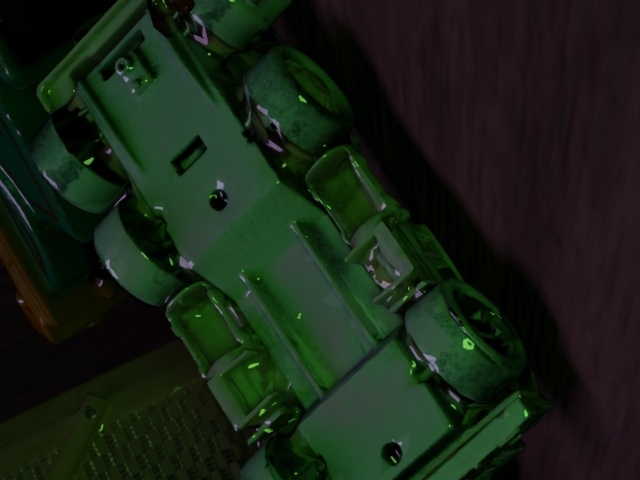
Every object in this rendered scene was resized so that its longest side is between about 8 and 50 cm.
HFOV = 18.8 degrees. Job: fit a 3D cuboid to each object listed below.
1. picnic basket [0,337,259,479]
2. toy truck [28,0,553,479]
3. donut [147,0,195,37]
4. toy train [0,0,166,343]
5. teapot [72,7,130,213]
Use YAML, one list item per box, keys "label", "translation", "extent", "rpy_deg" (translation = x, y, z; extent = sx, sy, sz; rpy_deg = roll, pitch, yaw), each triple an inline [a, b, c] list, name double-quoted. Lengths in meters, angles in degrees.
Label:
- label: "picnic basket"
  translation: [-0.044, 0.142, 1.006]
  extent: [0.139, 0.267, 0.165]
  rpy_deg: [63, 178, 28]
- label: "toy truck"
  translation: [0.000, 0.002, 0.808]
  extent: [0.135, 0.128, 0.259]
  rpy_deg: [16, -145, -55]
- label: "donut"
  translation: [-0.040, -0.158, 0.488]
  extent: [0.141, 0.085, 0.217]
  rpy_deg: [59, 171, 6]
- label: "toy train"
  translation: [-0.142, -0.114, 1.030]
  extent: [0.249, 0.178, 0.429]
  rpy_deg: [28, 150, 54]
- label: "teapot"
  translation: [-0.090, -0.052, 0.910]
  extent: [0.043, 0.043, 0.110]
  rpy_deg: [-138, 31, -65]
